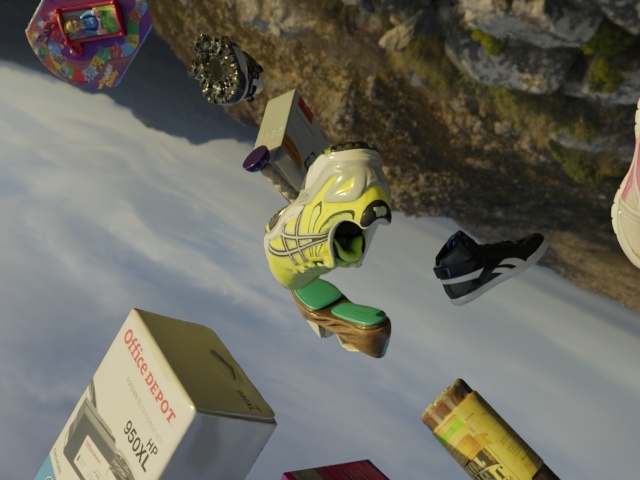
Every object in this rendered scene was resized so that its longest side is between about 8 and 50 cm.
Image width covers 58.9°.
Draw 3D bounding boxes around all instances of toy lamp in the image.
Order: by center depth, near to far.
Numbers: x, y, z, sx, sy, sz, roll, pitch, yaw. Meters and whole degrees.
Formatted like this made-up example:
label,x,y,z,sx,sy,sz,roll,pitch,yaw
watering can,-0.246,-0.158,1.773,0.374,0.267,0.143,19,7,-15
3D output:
label,x,y,z,sx,sy,sz,roll,pitch,yaw
toy lamp,-0.060,-0.101,1.301,0.275,0.080,0.080,46,174,-31

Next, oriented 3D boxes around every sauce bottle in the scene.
label,x,y,z,sx,sy,sz,roll,pitch,yaw
sauce bottle,0.318,0.387,0.928,0.344,0.111,0.111,45,-166,24

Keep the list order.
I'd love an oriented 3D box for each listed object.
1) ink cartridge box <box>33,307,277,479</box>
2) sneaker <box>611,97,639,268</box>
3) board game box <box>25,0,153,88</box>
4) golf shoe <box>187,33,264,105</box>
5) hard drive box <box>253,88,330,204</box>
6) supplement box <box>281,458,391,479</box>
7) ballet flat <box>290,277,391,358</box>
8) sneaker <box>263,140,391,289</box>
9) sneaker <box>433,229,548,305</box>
label,x,y,z,sx,sy,sz,roll,pitch,yaw
ink cartridge box,-0.286,0.354,0.917,0.166,0.395,0.285,26,-173,-43
sneaker,0.429,-0.075,0.697,0.102,0.253,0.111,2,-167,16
board game box,-0.310,-0.285,0.758,0.133,0.169,0.033,32,-164,-20
golf shoe,-0.104,-0.211,0.710,0.093,0.077,0.198,14,-157,-28
hard drive box,-0.067,-0.230,1.410,0.181,0.089,0.232,50,-147,-37
supplement box,0.030,0.515,1.100,0.219,0.111,0.114,7,-169,-35
ballet flat,0.041,0.186,1.324,0.116,0.124,0.342,-22,-155,-33
sneaker,0.000,0.000,0.988,0.145,0.385,0.147,-3,-121,-23
sneaker,0.312,0.018,1.054,0.121,0.216,0.079,58,176,-9
